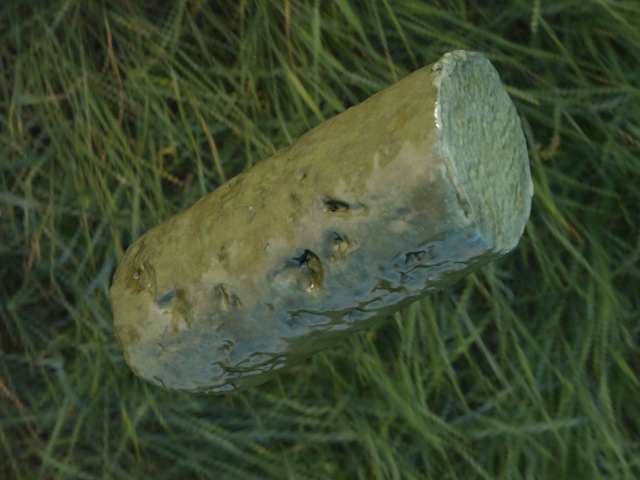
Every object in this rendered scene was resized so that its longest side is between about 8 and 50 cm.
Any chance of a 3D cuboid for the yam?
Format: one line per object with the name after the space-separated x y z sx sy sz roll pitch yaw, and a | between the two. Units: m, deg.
0.000 0.000 0.520 0.078 0.078 0.179 34 134 -31 | yam
